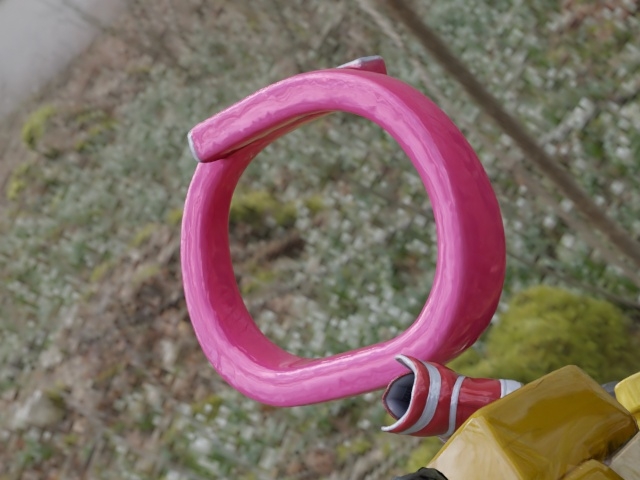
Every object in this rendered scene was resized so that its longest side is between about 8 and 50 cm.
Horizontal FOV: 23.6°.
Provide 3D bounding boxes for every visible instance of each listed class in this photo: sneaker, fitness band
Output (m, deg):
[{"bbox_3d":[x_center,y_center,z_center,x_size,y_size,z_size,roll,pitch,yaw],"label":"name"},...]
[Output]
[{"bbox_3d":[0.061,0.088,0.787,0.118,0.067,0.042,111,169,-73],"label":"sneaker"},{"bbox_3d":[0.000,0.000,1.000,0.291,0.054,0.209,-20,83,48],"label":"fitness band"}]

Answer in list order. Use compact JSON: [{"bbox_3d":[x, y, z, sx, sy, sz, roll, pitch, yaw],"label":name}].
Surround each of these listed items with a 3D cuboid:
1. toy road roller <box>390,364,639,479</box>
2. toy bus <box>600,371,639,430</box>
[{"bbox_3d":[0.058,0.198,0.487,0.202,0.329,0.240,43,111,15],"label":"toy road roller"},{"bbox_3d":[0.301,0.212,1.209,0.220,0.149,0.211,104,148,-60],"label":"toy bus"}]
